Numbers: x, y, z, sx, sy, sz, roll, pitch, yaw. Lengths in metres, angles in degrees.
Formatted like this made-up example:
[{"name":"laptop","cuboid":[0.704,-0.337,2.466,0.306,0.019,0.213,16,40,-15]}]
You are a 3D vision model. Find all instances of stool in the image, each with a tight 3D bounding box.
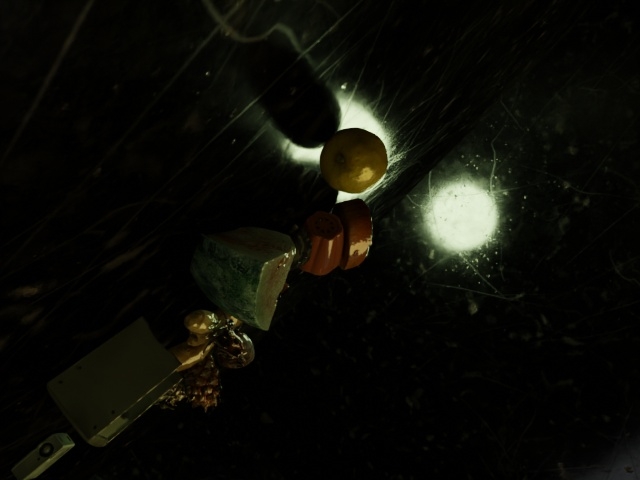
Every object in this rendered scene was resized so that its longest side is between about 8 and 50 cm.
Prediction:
[{"name":"stool","cuboid":[-0.505,0.361,1.360,0.269,0.170,0.244,-39,171,-26]}]

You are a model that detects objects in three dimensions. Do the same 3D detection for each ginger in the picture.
[{"name":"ginger","cuboid":[-0.372,0.309,1.875,0.348,0.122,0.363,-21,148,-46]}]

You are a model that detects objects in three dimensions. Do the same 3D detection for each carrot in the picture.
[{"name":"carrot","cuboid":[0.106,-0.021,2.003,0.100,0.259,0.307,-2,160,-11]}]

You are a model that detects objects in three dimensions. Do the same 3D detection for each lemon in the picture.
[{"name":"lemon","cuboid":[0.083,-0.195,1.321,0.170,0.170,0.207,-45,173,15]}]

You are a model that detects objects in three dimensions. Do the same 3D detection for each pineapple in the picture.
[{"name":"pineapple","cuboid":[-0.569,0.579,2.145,0.271,0.263,0.262,-7,151,-34]}]

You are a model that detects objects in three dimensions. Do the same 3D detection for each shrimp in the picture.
[{"name":"shrimp","cuboid":[-0.295,0.330,1.742,0.343,0.145,0.117,89,9,-55]}]

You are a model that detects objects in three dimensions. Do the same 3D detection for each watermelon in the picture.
[{"name":"watermelon","cuboid":[-0.169,0.063,1.341,0.258,0.228,0.387,-48,165,-25]}]

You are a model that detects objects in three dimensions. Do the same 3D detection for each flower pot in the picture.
[{"name":"flower pot","cuboid":[0.000,0.000,1.881,0.190,0.190,0.173,-37,160,-33]}]

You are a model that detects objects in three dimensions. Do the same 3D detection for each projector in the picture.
[{"name":"projector","cuboid":[-0.839,0.651,1.629,0.147,0.061,0.115,-40,172,-16]}]

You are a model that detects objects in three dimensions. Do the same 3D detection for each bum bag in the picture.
[{"name":"bum bag","cuboid":[-0.147,0.063,1.660,0.340,0.095,0.144,-25,136,-36]}]

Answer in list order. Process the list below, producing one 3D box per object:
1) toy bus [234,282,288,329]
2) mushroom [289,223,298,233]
[{"name":"toy bus","cuboid":[-0.292,0.282,2.177,0.408,0.092,0.093,-35,171,-40]},{"name":"mushroom","cuboid":[-0.138,0.023,1.760,0.187,0.060,0.061,-47,-144,-17]}]
